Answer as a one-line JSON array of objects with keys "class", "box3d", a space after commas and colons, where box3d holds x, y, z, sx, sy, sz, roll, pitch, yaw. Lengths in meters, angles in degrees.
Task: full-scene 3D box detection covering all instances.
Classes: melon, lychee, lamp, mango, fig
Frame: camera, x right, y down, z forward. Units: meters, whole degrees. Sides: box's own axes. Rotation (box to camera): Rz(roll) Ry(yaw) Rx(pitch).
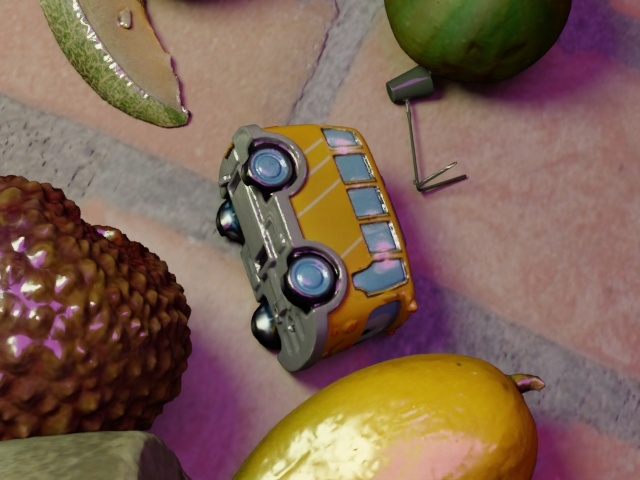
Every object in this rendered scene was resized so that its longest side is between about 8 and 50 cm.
[{"class": "melon", "box3d": [-0.190, -0.182, 1.299, 0.098, 0.054, 0.182, -12, 70, -29]}, {"class": "lychee", "box3d": [-0.243, 0.088, 1.075, 0.271, 0.271, 0.271, 3, 67, -8]}, {"class": "lamp", "box3d": [0.093, -0.107, 1.314, 0.054, 0.041, 0.121, -19, 69, -7]}, {"class": "mango", "box3d": [0.050, 0.195, 1.142, 0.317, 0.119, 0.176, -24, 76, -8]}, {"class": "fig", "box3d": [0.147, -0.237, 1.295, 0.181, 0.191, 0.181, 0, 89, -10]}]

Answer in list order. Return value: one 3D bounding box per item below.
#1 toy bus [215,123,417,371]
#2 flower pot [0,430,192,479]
[{"class": "toy bus", "box3d": [0.000, 0.000, 1.207, 0.136, 0.126, 0.209, -11, 70, -22]}, {"class": "flower pot", "box3d": [-0.238, 0.268, 0.910, 0.330, 0.293, 0.294, -18, 70, 7]}]
